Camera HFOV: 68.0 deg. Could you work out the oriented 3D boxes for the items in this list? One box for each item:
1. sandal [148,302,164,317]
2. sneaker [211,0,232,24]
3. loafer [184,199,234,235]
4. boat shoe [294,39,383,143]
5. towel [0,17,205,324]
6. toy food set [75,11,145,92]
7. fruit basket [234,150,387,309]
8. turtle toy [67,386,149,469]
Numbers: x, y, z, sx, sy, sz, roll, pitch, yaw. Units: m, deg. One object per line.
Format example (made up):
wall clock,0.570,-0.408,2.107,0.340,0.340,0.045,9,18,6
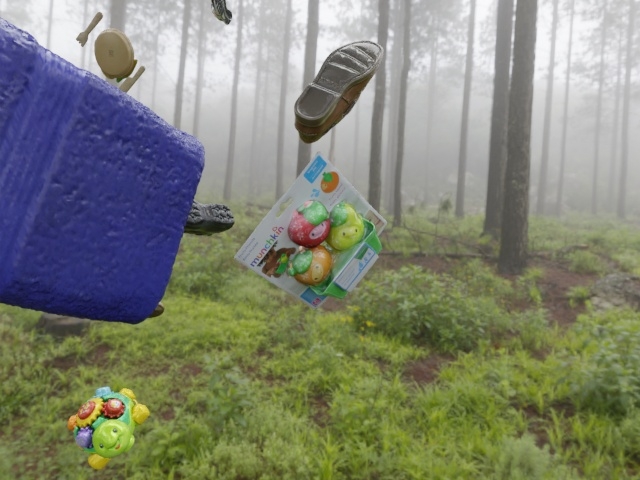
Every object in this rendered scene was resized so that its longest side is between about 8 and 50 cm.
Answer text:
sandal,-0.514,0.185,1.340,0.180,0.049,0.072,-12,-47,28
sneaker,-0.240,-0.541,1.102,0.043,0.040,0.109,26,-5,5
loafer,-0.262,-0.043,0.943,0.078,0.076,0.223,-30,-17,22
boat shoe,0.039,-0.358,1.132,0.110,0.307,0.104,35,-22,17
towel,-0.262,-0.056,0.429,0.076,0.228,0.308,7,-13,39
toy food set,-0.547,-0.495,1.263,0.132,0.192,0.038,-34,6,24
fruit basket,0.000,0.000,1.217,0.165,0.327,0.353,37,-2,40
turtle toy,-0.282,0.244,0.625,0.130,0.095,0.066,16,-33,45
